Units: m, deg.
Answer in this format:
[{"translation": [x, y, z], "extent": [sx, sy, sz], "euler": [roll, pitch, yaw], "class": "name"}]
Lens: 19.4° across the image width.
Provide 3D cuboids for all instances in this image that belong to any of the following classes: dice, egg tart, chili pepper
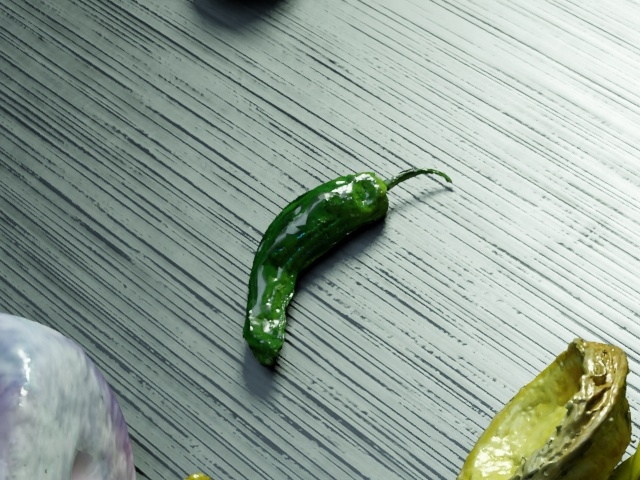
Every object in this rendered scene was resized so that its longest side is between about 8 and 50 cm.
[{"translation": [-0.338, 0.239, 1.726], "extent": [0.271, 0.270, 0.270], "euler": [-7, 55, 16], "class": "dice"}, {"translation": [0.206, 0.180, 1.649], "extent": [0.090, 0.212, 0.212], "euler": [41, 74, -5], "class": "egg tart"}, {"translation": [0.000, 0.000, 1.902], "extent": [0.122, 0.065, 0.279], "euler": [35, 76, 25], "class": "chili pepper"}]

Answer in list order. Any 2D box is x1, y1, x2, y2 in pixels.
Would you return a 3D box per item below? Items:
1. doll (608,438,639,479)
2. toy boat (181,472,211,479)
[{"translation": [0.342, 0.178, 1.610], "extent": [0.199, 0.145, 0.363], "euler": [-3, 48, 28], "class": "doll"}, {"translation": [-0.141, 0.319, 1.666], "extent": [0.099, 0.141, 0.318], "euler": [11, 36, -5], "class": "toy boat"}]
